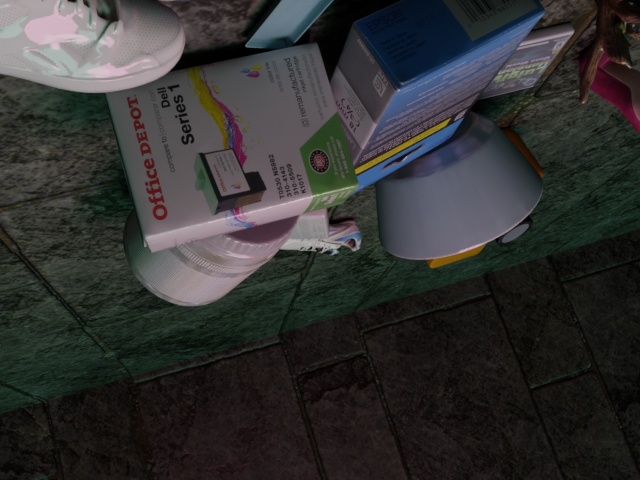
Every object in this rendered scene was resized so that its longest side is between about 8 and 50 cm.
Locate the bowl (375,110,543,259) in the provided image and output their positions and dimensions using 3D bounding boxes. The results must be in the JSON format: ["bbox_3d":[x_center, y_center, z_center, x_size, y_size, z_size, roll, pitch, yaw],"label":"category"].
[{"bbox_3d":[0.221,-0.120,1.269,0.312,0.163,0.311,-22,-154,12],"label":"bowl"}]

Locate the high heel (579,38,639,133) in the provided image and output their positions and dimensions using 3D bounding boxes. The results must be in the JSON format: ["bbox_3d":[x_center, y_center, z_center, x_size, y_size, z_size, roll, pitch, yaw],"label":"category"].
[{"bbox_3d":[0.517,-0.233,1.201,0.082,0.244,0.117,-22,160,-12],"label":"high heel"}]

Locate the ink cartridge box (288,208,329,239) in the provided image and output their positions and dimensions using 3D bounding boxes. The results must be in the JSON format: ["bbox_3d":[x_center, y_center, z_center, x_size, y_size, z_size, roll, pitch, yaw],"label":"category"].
[{"bbox_3d":[-0.095,-0.046,1.558,0.225,0.056,0.181,0,165,3],"label":"ink cartridge box"}]

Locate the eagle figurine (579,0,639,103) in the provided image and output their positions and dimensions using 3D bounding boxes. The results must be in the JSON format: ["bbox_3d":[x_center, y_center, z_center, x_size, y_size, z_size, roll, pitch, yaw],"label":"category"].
[{"bbox_3d":[0.510,-0.314,1.028,0.298,0.225,0.226,2,136,-26],"label":"eagle figurine"}]

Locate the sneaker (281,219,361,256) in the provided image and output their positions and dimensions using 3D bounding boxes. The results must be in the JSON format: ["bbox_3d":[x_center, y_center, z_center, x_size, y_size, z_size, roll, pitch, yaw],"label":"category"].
[{"bbox_3d":[0.000,0.000,1.725,0.237,0.086,0.085,-7,163,-31],"label":"sneaker"}]

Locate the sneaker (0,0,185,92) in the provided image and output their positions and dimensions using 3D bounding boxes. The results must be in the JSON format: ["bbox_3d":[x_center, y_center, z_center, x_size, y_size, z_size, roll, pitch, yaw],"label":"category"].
[{"bbox_3d":[-0.238,-0.221,0.635,0.293,0.108,0.169,-6,164,-34],"label":"sneaker"}]

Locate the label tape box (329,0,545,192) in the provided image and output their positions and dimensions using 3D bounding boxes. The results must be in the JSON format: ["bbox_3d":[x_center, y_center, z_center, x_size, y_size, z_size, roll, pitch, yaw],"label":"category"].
[{"bbox_3d":[0.125,-0.210,0.989,0.241,0.106,0.333,-30,169,-20],"label":"label tape box"}]

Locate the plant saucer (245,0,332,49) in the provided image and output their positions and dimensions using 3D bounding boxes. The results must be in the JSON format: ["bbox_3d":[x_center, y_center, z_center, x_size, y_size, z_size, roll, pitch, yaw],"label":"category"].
[{"bbox_3d":[-0.020,-0.281,0.824,0.067,0.018,0.192,-7,164,-35],"label":"plant saucer"}]

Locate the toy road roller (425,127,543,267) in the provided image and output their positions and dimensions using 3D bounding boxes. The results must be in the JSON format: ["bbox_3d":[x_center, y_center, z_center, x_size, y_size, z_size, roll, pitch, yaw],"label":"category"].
[{"bbox_3d":[0.328,-0.107,1.536,0.330,0.202,0.240,-18,153,-22],"label":"toy road roller"}]

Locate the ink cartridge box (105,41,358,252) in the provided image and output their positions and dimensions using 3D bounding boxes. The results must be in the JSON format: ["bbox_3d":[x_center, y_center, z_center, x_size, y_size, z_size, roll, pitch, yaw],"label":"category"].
[{"bbox_3d":[-0.117,-0.119,0.921,0.278,0.201,0.117,-15,175,-12],"label":"ink cartridge box"}]

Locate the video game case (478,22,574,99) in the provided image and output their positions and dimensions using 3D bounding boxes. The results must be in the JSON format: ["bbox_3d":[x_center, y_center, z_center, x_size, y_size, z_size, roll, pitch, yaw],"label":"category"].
[{"bbox_3d":[0.302,-0.287,1.184,0.191,0.022,0.173,-15,165,-11],"label":"video game case"}]

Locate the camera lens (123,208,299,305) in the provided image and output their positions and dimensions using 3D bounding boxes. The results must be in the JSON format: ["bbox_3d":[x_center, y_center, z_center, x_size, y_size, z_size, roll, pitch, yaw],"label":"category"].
[{"bbox_3d":[-0.182,-0.029,1.153,0.219,0.219,0.274,-7,161,-36],"label":"camera lens"}]
